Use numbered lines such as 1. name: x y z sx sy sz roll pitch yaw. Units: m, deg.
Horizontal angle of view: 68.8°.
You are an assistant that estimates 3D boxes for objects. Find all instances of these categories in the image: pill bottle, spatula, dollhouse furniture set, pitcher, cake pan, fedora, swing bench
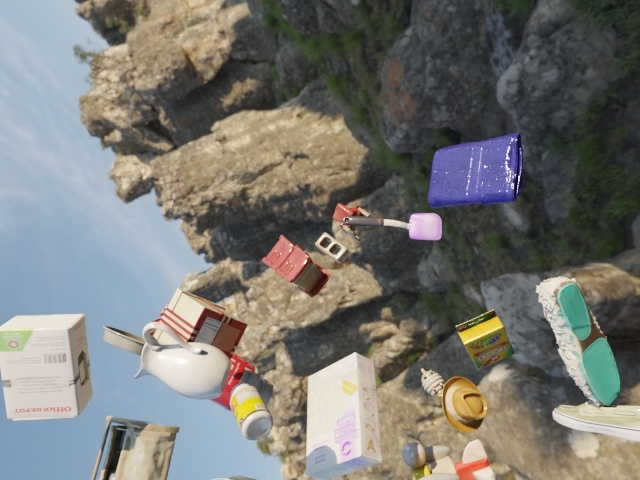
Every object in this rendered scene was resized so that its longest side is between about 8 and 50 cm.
1. pill bottle: -0.259 0.615 1.706 0.215 0.117 0.117 36 155 58
2. spatula: 0.209 -0.051 1.391 0.030 0.295 0.084 78 -162 -75
3. dollhouse furniture set: 0.000 0.000 1.648 0.152 0.374 0.201 36 174 32
4. pitcher: -0.315 0.276 1.082 0.126 0.206 0.178 -74 0 -54
5. cake pan: -0.783 0.436 1.970 0.292 0.054 0.293 20 165 6
6. fedora: 0.507 0.559 1.599 0.079 0.194 0.195 -37 76 57
7. pill bottle: -0.428 0.634 2.138 0.407 0.229 0.229 36 -172 -15
8. swing bench: -0.606 0.716 1.507 0.165 0.254 0.254 25 -117 -37

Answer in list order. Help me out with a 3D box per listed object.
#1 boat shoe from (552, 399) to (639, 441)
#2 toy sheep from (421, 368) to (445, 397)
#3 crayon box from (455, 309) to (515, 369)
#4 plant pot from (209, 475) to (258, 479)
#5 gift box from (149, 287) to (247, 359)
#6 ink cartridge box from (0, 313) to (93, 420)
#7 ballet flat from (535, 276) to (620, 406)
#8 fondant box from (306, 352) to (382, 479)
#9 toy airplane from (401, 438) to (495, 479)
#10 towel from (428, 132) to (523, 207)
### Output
1. boat shoe: 0.840 0.522 1.395 0.302 0.109 0.094 -16 72 59
2. toy sheep: 0.424 0.536 1.763 0.132 0.091 0.091 58 176 38
3. crayon box: 0.792 0.481 2.242 0.319 0.202 0.081 53 -166 -38
4. plant pot: -0.285 0.922 1.567 0.272 0.271 0.255 65 -176 20
5. gift box: -0.481 0.354 1.761 0.258 0.277 0.255 19 165 47
6. ink cartridge box: -0.785 0.360 1.342 0.115 0.198 0.273 -115 25 -76
7. ballet flat: 0.760 0.288 1.393 0.147 0.146 0.409 -113 0 -84
8. fondant box: 0.068 0.561 1.497 0.096 0.238 0.331 32 -142 -30
9. toy airplane: 0.409 0.816 1.633 0.272 0.384 0.386 50 138 14
10. towel: 0.514 -0.219 1.553 0.076 0.308 0.228 23 -107 -42
